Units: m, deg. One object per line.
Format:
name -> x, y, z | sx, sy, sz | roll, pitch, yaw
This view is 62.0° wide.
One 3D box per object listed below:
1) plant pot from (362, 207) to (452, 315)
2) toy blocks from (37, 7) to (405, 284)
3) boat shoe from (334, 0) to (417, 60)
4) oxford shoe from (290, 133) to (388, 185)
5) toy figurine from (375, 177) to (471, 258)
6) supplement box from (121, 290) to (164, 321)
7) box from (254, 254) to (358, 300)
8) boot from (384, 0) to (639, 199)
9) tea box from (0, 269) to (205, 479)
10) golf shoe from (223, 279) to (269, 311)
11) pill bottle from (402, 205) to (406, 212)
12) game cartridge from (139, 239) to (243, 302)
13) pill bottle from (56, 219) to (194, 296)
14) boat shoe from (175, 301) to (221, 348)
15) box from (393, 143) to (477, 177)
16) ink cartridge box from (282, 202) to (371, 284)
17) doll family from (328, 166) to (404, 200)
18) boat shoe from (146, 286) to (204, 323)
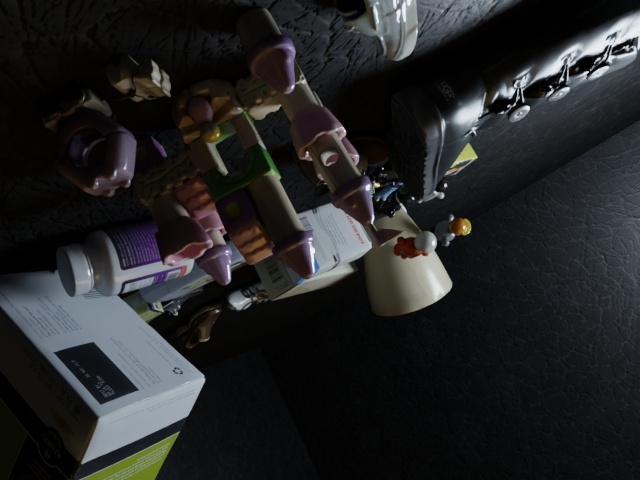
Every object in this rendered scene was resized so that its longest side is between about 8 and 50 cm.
plant pot -> 0.227, 0.044, 1.600 | 0.256, 0.274, 0.256 | -21, -170, 4
toy blocks -> -0.088, -0.058, 0.637 | 0.288, 0.260, 0.309 | -28, 168, 5
boat shoe -> 0.051, -0.262, 0.554 | 0.081, 0.079, 0.227 | -21, 162, 4
oxford shoe -> 0.052, -0.138, 0.985 | 0.227, 0.096, 0.083 | -18, 163, -40
toy figurine -> 0.281, -0.069, 1.451 | 0.209, 0.213, 0.148 | -19, 176, -29
supplement box -> -0.434, 0.162, 1.276 | 0.083, 0.056, 0.083 | -26, 167, -3
box -> -0.036, 0.061, 1.489 | 0.121, 0.148, 0.311 | -33, 165, 28
boot -> 0.350, -0.269, 1.010 | 0.445, 0.146, 0.367 | -31, 169, -3
tea box -> -0.424, 0.271, 0.874 | 0.324, 0.329, 0.220 | -60, 156, 16
golf shoe -> -0.226, 0.165, 1.710 | 0.094, 0.077, 0.198 | -51, 161, 29
pill bottle -> 0.231, -0.079, 1.695 | 0.083, 0.043, 0.043 | -34, 165, 28
game cartridge -> -0.246, 0.058, 1.190 | 0.294, 0.060, 0.196 | -26, 173, -2
pill bottle -> -0.316, 0.029, 0.868 | 0.193, 0.108, 0.108 | -16, 163, -40
boat shoe -> -0.392, 0.289, 1.780 | 0.095, 0.095, 0.257 | -15, 163, -43
box -> 0.287, -0.194, 1.320 | 0.232, 0.058, 0.087 | -15, 163, -40
ink cartridge box -> 0.000, 0.000, 1.302 | 0.203, 0.148, 0.086 | -20, 165, -27
doll family -> 0.116, -0.126, 1.211 | 0.193, 0.076, 0.111 | -19, 164, -35
boat shoe -> -0.392, 0.171, 1.377 | 0.206, 0.065, 0.075 | -23, 167, -16
